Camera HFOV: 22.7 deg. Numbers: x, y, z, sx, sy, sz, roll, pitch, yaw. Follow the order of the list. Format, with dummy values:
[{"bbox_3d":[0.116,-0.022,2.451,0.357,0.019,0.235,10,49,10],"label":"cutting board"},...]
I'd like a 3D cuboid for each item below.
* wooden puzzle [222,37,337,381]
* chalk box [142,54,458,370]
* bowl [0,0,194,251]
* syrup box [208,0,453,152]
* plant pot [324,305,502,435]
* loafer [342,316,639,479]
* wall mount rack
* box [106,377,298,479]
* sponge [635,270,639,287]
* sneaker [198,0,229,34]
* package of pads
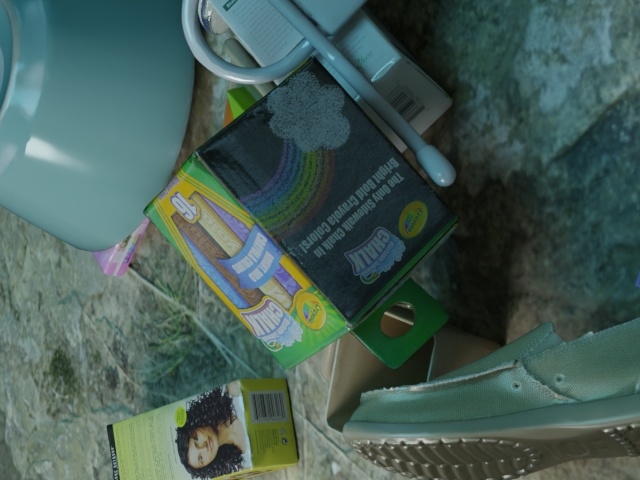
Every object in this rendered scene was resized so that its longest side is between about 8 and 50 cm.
[{"bbox_3d":[-0.040,-0.023,1.376,0.221,0.044,0.239,51,148,38],"label":"wooden puzzle"},{"bbox_3d":[0.000,0.000,1.170,0.213,0.132,0.132,49,151,-2],"label":"chalk box"},{"bbox_3d":[-0.278,-0.154,1.615,0.311,0.163,0.312,-17,68,49],"label":"bowl"},{"bbox_3d":[-0.002,-0.171,1.340,0.096,0.093,0.237,-44,52,10],"label":"syrup box"},{"bbox_3d":[0.080,0.108,1.252,0.109,0.096,0.109,21,106,49],"label":"plant pot"},{"bbox_3d":[0.147,0.111,1.128,0.268,0.102,0.092,-8,60,15],"label":"loafer"},{"bbox_3d":[0.061,-0.223,1.194,0.304,0.130,0.350,45,96,0],"label":"wall mount rack"},{"bbox_3d":[-0.117,0.194,1.519,0.232,0.058,0.087,-26,69,48],"label":"box"},{"bbox_3d":[0.305,0.022,1.034,0.210,0.031,0.117,34,116,45],"label":"sponge"},{"bbox_3d":[-0.070,-0.240,1.481,0.058,0.052,0.135,55,129,30],"label":"sneaker"},{"bbox_3d":[-0.209,-0.010,1.656,0.050,0.032,0.083,53,127,38],"label":"package of pads"}]
